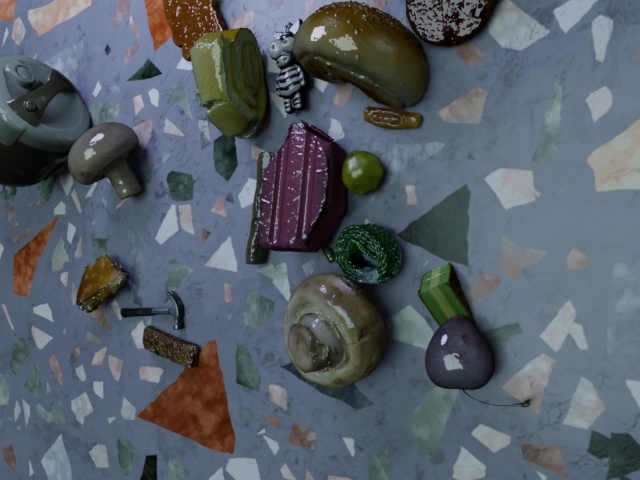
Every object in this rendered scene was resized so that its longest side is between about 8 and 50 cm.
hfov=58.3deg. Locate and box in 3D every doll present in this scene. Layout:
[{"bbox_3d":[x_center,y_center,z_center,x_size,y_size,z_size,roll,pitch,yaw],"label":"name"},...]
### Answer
[{"bbox_3d":[-0.072,-0.406,1.332,0.091,0.067,0.220,-11,82,36],"label":"doll"}]

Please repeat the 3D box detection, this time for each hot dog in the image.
[{"bbox_3d":[0.149,-0.258,1.214,0.137,0.028,0.044,18,105,30],"label":"hot dog"}]

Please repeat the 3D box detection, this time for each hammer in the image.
[{"bbox_3d":[-0.475,0.194,1.598,0.246,0.029,0.103,-4,87,33],"label":"hammer"}]

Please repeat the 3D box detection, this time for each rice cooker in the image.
[{"bbox_3d":[-0.875,-0.354,1.699,0.325,0.335,0.335,-34,72,27],"label":"rice cooker"}]

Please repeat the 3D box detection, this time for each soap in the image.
[{"bbox_3d":[-0.037,-0.120,1.265,0.182,0.112,0.290,0,84,27],"label":"soap"}]

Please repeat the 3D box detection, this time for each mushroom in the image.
[{"bbox_3d":[-0.589,-0.218,1.578,0.206,0.206,0.209,-31,74,28],"label":"mushroom"},{"bbox_3d":[0.022,0.184,1.196,0.254,0.184,0.255,17,113,47],"label":"mushroom"}]

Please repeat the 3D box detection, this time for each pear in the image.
[{"bbox_3d":[0.085,-0.147,1.218,0.092,0.092,0.097,-42,69,25],"label":"pear"}]

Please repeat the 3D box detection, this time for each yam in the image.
[{"bbox_3d":[-0.137,-0.074,1.370,0.061,0.061,0.274,13,98,32],"label":"yam"},{"bbox_3d":[0.000,0.000,1.306,0.021,0.021,0.116,-40,69,25],"label":"yam"}]

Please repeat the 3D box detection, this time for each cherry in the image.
[{"bbox_3d":[0.292,0.219,1.079,0.188,0.115,0.148,-3,54,23],"label":"cherry"}]

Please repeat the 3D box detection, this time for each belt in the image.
[{"bbox_3d":[0.107,0.029,1.211,0.151,0.079,0.121,31,116,40],"label":"belt"}]

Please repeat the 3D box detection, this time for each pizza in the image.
[{"bbox_3d":[-0.629,0.118,1.677,0.226,0.069,0.147,-32,52,24],"label":"pizza"}]

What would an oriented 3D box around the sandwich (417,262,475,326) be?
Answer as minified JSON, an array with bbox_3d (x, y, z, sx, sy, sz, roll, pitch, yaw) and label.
[{"bbox_3d":[0.258,0.119,1.151,0.074,0.074,0.116,-27,107,28],"label":"sandwich"}]

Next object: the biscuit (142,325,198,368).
[{"bbox_3d":[-0.406,0.287,1.547,0.199,0.034,0.064,14,97,32],"label":"biscuit"}]

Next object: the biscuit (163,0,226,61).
[{"bbox_3d":[-0.334,-0.576,1.515,0.280,0.043,0.183,43,107,30],"label":"biscuit"}]

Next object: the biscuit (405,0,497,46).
[{"bbox_3d":[0.252,-0.478,1.119,0.192,0.049,0.192,7,108,24],"label":"biscuit"}]

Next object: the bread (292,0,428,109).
[{"bbox_3d":[0.062,-0.400,1.173,0.314,0.192,0.171,29,98,30],"label":"bread"}]

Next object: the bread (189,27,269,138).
[{"bbox_3d":[-0.214,-0.370,1.354,0.124,0.186,0.257,-7,94,28],"label":"bread"}]
